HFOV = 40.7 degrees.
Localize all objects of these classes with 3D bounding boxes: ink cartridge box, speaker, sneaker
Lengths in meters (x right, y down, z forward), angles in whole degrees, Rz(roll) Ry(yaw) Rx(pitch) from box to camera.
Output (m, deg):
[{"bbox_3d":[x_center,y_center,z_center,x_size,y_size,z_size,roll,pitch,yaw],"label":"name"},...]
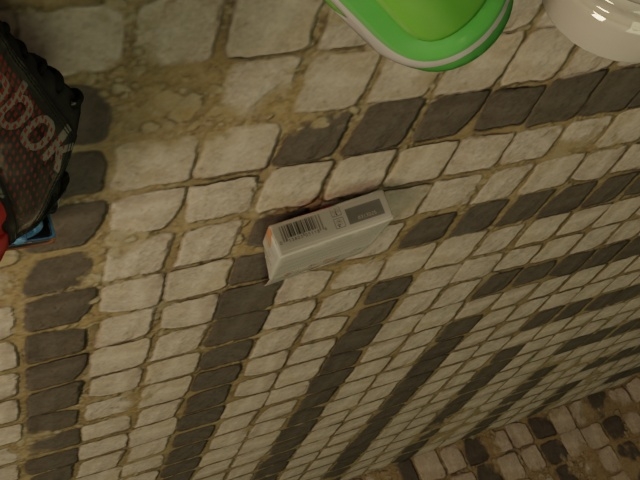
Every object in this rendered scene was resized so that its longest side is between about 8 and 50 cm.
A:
[{"bbox_3d":[0.000,0.000,1.056,0.145,0.045,0.179,-19,172,-14],"label":"ink cartridge box"},{"bbox_3d":[0.030,-0.216,0.552,0.131,0.131,0.296,-34,153,18],"label":"speaker"},{"bbox_3d":[-0.229,-0.106,0.569,0.135,0.097,0.276,-41,148,-36],"label":"sneaker"}]

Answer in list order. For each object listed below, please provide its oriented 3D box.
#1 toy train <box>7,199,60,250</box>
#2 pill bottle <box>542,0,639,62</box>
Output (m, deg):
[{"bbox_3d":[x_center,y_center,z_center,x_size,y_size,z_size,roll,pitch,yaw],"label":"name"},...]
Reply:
[{"bbox_3d":[-0.307,-0.013,0.699,0.184,0.080,0.105,-12,162,-31],"label":"toy train"},{"bbox_3d":[0.267,-0.273,0.604,0.169,0.169,0.302,-16,153,-19],"label":"pill bottle"}]
